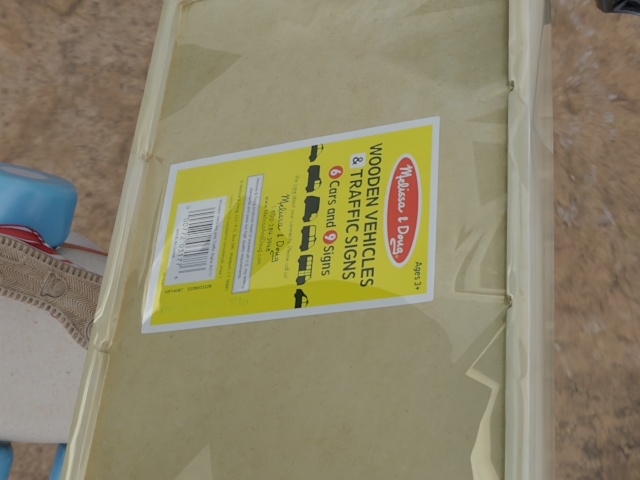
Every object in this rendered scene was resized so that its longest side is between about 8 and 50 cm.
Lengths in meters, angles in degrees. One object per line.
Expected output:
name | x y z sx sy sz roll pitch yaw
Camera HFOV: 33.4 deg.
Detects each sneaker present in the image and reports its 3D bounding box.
sneaker | -0.152 0.027 0.621 0.118 0.067 0.042 34 86 -23

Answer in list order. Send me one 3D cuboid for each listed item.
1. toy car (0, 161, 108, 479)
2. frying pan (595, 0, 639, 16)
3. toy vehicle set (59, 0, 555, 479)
toy car | -0.214 0.049 0.779 0.210 0.238 0.219 11 98 -34
frying pan | 0.163 -0.189 0.683 0.053 0.197 0.326 -31 91 6
toy vehicle set | 0.000 0.000 0.394 0.166 0.035 0.266 -7 58 23
